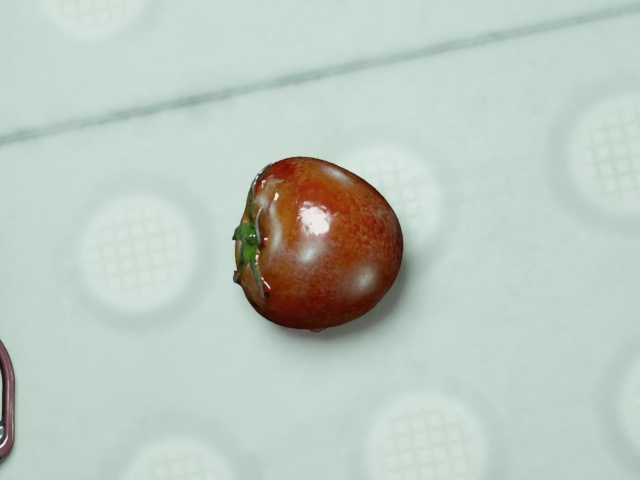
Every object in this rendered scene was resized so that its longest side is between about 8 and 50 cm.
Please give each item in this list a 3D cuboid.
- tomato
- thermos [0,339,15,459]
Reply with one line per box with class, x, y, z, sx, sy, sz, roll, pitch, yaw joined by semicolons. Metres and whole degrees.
tomato;0.000;0.000;1.730;0.167;0.167;0.167;-1;82;8
thermos;-0.372;0.137;1.790;0.109;0.136;0.330;-5;80;35
